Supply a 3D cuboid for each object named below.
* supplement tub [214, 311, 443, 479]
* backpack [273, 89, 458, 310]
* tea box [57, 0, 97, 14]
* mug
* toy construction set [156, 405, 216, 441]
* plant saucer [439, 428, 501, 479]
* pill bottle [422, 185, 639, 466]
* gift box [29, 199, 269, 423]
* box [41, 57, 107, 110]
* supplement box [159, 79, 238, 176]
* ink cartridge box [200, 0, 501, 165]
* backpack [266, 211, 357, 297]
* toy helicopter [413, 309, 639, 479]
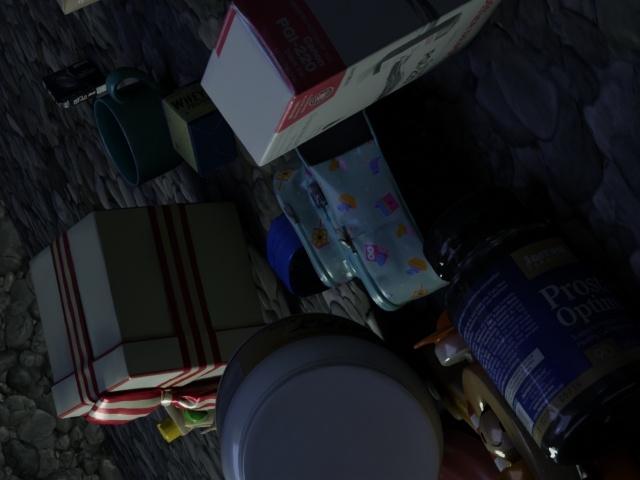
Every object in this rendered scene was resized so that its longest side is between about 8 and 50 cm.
[{"bbox_3d":[0.005,0.203,1.625,0.316,0.228,0.228,-146,32,-83],"label":"supplement tub"},{"bbox_3d":[0.052,-0.029,1.397,0.188,0.144,0.166,56,-163,-6],"label":"backpack"},{"bbox_3d":[-0.216,-0.451,1.461,0.323,0.220,0.329,61,161,10],"label":"tea box"},{"bbox_3d":[-0.232,-0.156,2.067,0.129,0.097,0.158,60,160,12],"label":"mug"},{"bbox_3d":[-0.218,0.222,2.305,0.309,0.237,0.257,24,136,61],"label":"toy construction set"},{"bbox_3d":[0.184,0.372,1.697,0.332,0.084,0.332,51,156,32],"label":"plant saucer"},{"bbox_3d":[0.178,0.065,1.248,0.219,0.123,0.123,56,160,29],"label":"pill bottle"},{"bbox_3d":[-0.227,0.112,2.059,0.276,0.255,0.258,-36,65,56],"label":"gift box"},{"bbox_3d":[-0.375,-0.239,2.349,0.067,0.083,0.018,51,158,33],"label":"box"},{"bbox_3d":[-0.154,-0.143,1.944,0.083,0.056,0.083,44,153,43],"label":"supplement box"},{"bbox_3d":[0.030,-0.166,1.196,0.092,0.218,0.158,55,160,7],"label":"ink cartridge box"},{"bbox_3d":[0.000,0.000,1.634,0.101,0.120,0.098,46,155,41],"label":"backpack"},{"bbox_3d":[0.151,0.149,1.437,0.235,0.140,0.355,61,174,-13],"label":"toy helicopter"}]
